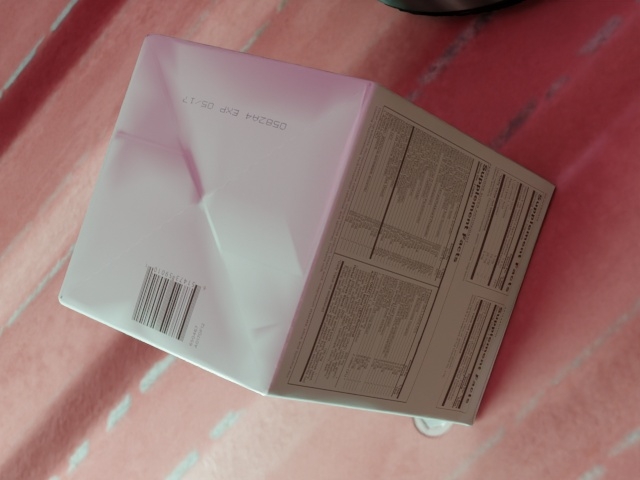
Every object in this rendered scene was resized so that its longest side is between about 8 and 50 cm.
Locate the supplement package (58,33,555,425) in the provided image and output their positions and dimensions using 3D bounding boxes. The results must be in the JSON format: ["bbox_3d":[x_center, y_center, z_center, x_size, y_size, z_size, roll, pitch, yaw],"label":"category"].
[{"bbox_3d":[0.000,0.000,0.833,0.199,0.263,0.198,19,90,37],"label":"supplement package"}]

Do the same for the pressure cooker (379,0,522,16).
[{"bbox_3d":[0.035,-0.390,0.810,0.370,0.420,0.375,40,103,34],"label":"pressure cooker"}]
